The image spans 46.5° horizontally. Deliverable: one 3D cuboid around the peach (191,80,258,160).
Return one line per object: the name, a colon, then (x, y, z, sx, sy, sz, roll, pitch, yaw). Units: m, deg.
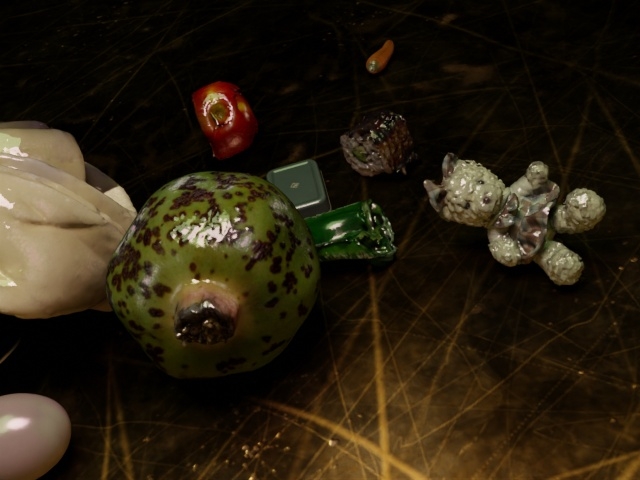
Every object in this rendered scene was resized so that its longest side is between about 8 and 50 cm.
peach: (-0.163, -0.218, 1.312, 0.092, 0.127, 0.172, -22, 13, 6)

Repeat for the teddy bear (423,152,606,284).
teddy bear: (0.241, -0.037, 0.932, 0.213, 0.111, 0.133, 27, 93, 19)

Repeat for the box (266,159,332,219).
box: (-0.036, -0.074, 1.142, 0.091, 0.031, 0.126, -15, 40, 3)

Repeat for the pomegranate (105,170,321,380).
pomegranate: (-0.125, 0.046, 0.866, 0.254, 0.254, 0.270, -13, 22, 5)

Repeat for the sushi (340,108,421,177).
sushi: (0.089, -0.144, 1.146, 0.094, 0.098, 0.084, 1, 35, 49)

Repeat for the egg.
egg: (-0.350, 0.227, 0.843, 0.135, 0.103, 0.103, -16, 39, -4)

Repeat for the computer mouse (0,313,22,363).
computer mouse: (-0.504, 0.136, 1.014, 0.233, 0.096, 0.137, 23, 58, 33)

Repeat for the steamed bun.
steamed bun: (-0.404, -0.044, 0.985, 0.347, 0.237, 0.394, 13, -1, -32)

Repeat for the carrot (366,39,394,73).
carrot: (0.117, -0.350, 1.415, 0.035, 0.035, 0.142, 4, 37, 24)

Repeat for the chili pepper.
chili pepper: (0.000, -0.003, 1.025, 0.216, 0.062, 0.108, -3, 35, 17)
